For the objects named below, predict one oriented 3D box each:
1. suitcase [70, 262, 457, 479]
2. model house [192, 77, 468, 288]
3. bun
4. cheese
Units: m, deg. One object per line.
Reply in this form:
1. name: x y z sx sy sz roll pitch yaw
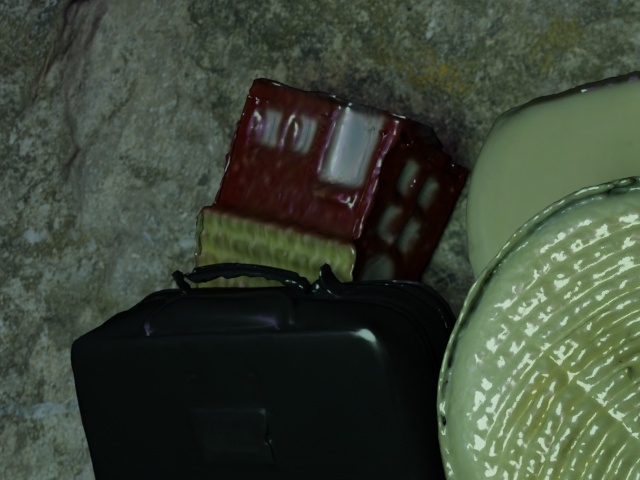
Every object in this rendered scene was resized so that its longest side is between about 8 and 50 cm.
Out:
1. suitcase: -0.036 0.187 1.651 0.345 0.188 0.339 -3 107 31
2. model house: 0.000 0.000 1.785 0.196 0.160 0.254 17 84 33
3. bun: 0.280 0.138 1.510 0.364 0.202 0.364 -7 71 21
4. cheese: 0.259 -0.029 1.665 0.266 0.127 0.233 -16 68 27
